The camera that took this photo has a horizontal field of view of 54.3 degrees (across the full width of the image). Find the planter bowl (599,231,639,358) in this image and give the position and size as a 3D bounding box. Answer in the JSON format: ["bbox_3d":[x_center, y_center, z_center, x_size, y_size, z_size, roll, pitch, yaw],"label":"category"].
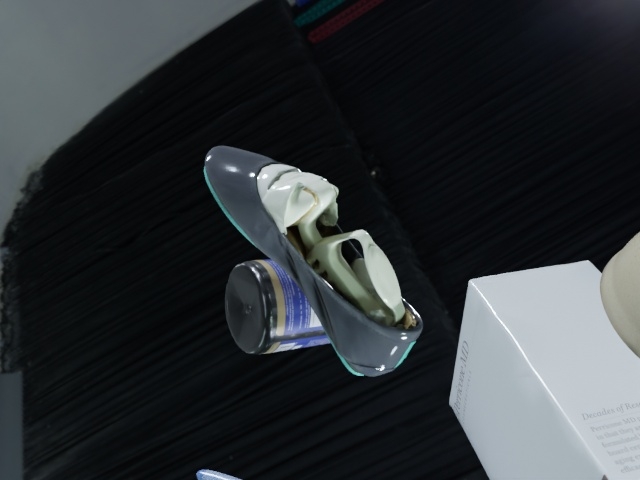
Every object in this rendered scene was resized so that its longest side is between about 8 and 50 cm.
[{"bbox_3d":[0.321,0.030,0.482,0.109,0.162,0.162,103,-27,-46],"label":"planter bowl"}]

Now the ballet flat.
[{"bbox_3d":[0.000,0.000,0.434,0.203,0.074,0.074,53,9,5],"label":"ballet flat"}]

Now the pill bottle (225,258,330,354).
[{"bbox_3d":[-0.008,0.082,0.852,0.219,0.122,0.122,-3,54,-33],"label":"pill bottle"}]

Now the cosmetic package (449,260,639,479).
[{"bbox_3d":[0.274,0.217,0.591,0.385,0.156,0.217,-116,-159,-54],"label":"cosmetic package"}]

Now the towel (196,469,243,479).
[{"bbox_3d":[0.009,0.349,0.674,0.034,0.285,0.209,-56,146,-41],"label":"towel"}]
